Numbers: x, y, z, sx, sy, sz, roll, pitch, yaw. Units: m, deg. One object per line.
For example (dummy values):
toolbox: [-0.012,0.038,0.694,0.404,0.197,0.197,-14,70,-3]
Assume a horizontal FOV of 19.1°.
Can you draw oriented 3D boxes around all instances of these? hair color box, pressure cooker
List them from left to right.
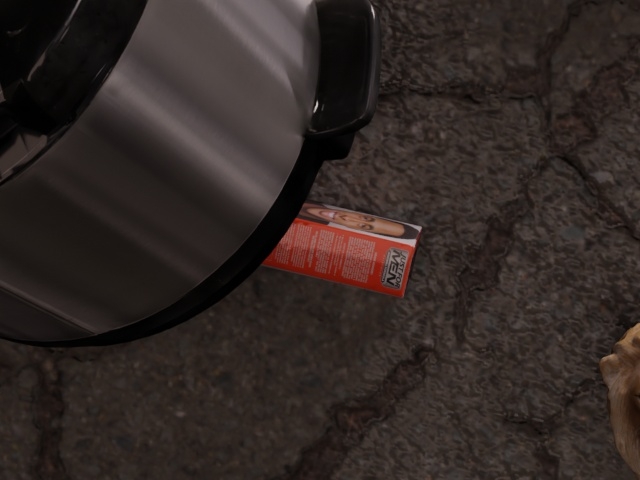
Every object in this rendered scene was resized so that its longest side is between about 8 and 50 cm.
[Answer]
pressure cooker: [-0.196,-0.122,1.238,0.375,0.420,0.370,-47,62,2]
hair color box: [0.000,0.000,1.401,0.141,0.072,0.043,13,104,4]

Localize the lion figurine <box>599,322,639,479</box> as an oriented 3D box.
lion figurine: [0.407,0.129,1.357,0.392,0.142,0.240,-16,92,-3]
